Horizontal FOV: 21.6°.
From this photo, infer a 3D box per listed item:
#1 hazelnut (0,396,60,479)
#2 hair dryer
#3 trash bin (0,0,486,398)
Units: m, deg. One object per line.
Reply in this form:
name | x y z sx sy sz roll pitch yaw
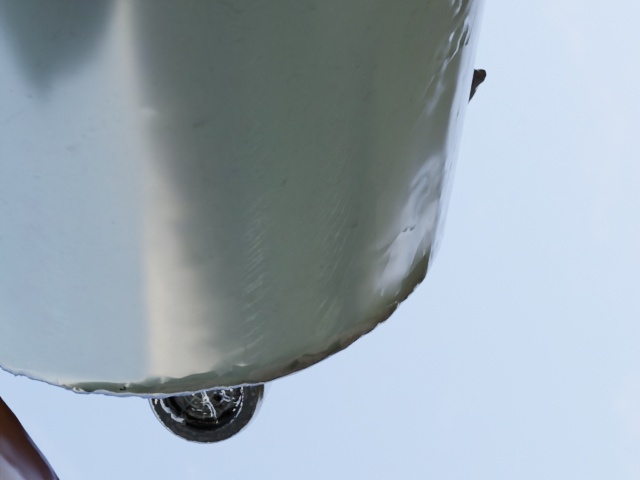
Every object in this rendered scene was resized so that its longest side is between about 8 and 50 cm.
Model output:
hazelnut | -0.214 0.128 0.327 0.372 0.372 0.315 18 -101 -31
hair dryer | 0.000 0.000 0.928 0.070 0.255 0.128 40 -161 -5
trash bin | -0.059 -0.180 0.559 0.280 0.432 0.280 2 -139 -2
